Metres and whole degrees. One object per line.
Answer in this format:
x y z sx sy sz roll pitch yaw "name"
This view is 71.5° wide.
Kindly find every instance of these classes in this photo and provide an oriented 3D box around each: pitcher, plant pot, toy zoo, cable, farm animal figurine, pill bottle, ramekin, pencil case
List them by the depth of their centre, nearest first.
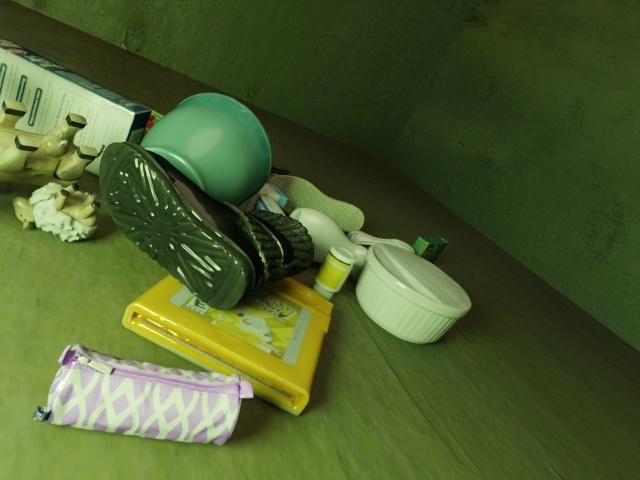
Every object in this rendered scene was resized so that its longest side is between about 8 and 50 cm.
-0.187 0.169 0.491 0.206 0.088 0.086 20 23 -25 "pencil case"
-0.531 -0.162 0.714 0.327 0.172 0.330 21 45 -49 "farm animal figurine"
-0.277 -0.154 0.965 0.272 0.271 0.255 28 34 0 "plant pot"
0.027 0.073 0.976 0.065 0.116 0.065 25 19 -9 "pill bottle"
0.208 0.129 1.064 0.273 0.127 0.273 25 19 -10 "ramekin"
0.000 0.000 1.154 0.207 0.125 0.178 31 -4 -24 "pitcher"
-0.586 -0.391 1.456 0.192 0.030 0.293 25 20 -8 "toy zoo"
-0.196 -0.238 1.602 0.140 0.072 0.287 12 6 4 "cable"

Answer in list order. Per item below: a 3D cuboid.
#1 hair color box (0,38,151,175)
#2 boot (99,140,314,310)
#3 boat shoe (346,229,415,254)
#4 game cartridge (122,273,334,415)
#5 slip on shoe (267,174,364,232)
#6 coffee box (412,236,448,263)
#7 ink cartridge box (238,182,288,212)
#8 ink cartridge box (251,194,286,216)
-0.580 -0.289 0.988 0.347 0.173 0.105 26 19 -8 "hair color box"
-0.189 -0.039 0.788 0.348 0.131 0.260 46 26 7 "boot"
0.185 0.037 1.365 0.227 0.083 0.075 13 34 -8 "boat shoe"
-0.123 0.118 0.763 0.285 0.052 0.323 28 20 -1 "game cartridge"
-0.021 -0.110 1.409 0.332 0.122 0.101 20 -2 -21 "slip on shoe"
0.357 0.042 1.513 0.040 0.113 0.184 43 22 28 "coffee box"
-0.180 -0.108 1.192 0.143 0.092 0.090 12 25 -40 "ink cartridge box"
-0.115 -0.017 1.045 0.046 0.097 0.207 15 22 -33 "ink cartridge box"
